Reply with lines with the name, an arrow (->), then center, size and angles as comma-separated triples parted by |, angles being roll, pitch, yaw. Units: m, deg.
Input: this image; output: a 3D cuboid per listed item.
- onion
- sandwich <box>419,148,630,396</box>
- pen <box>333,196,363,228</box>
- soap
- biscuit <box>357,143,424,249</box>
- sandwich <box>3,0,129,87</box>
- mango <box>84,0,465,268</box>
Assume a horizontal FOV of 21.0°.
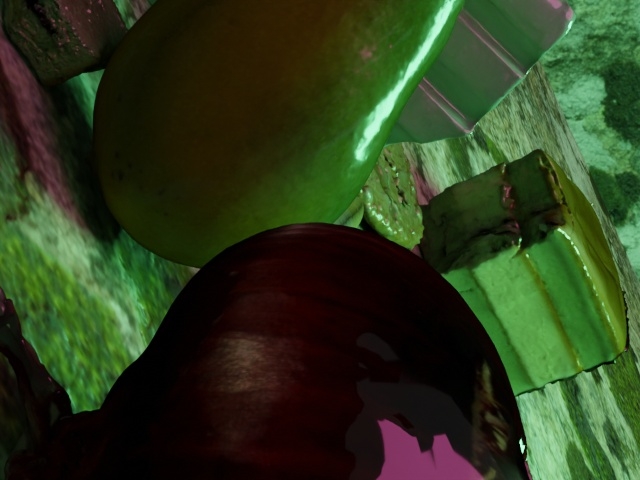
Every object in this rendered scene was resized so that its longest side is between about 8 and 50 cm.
onion -> -0.037, 0.118, 0.739 | 0.273, 0.285, 0.273 | 14, 90, -89
sandwich -> 0.191, 0.001, 1.692 | 0.198, 0.155, 0.227 | 58, 18, -31
pen -> 0.000, 0.000, 1.290 | 0.233, 0.032, 0.040 | -44, 134, -72
soap -> -0.007, -0.177, 1.056 | 0.289, 0.173, 0.095 | 42, 10, -7
biscuit -> 0.036, -0.090, 1.530 | 0.220, 0.033, 0.220 | 56, 20, -32
sandwich -> -0.150, -0.140, 0.960 | 0.105, 0.035, 0.093 | 66, 16, -2
mango -> -0.021, -0.095, 0.957 | 0.156, 0.251, 0.114 | 40, 1, -5
